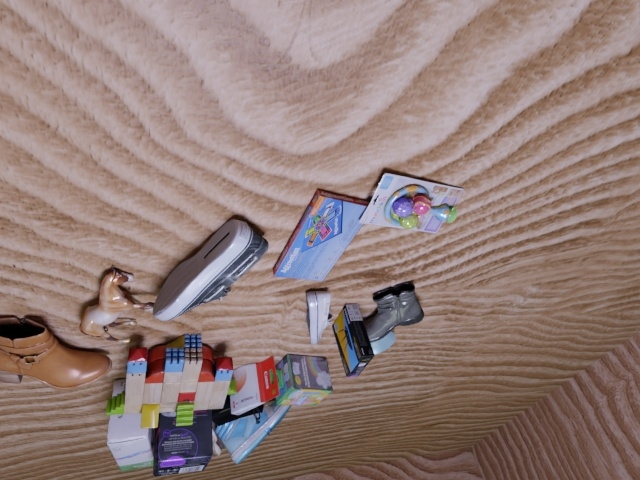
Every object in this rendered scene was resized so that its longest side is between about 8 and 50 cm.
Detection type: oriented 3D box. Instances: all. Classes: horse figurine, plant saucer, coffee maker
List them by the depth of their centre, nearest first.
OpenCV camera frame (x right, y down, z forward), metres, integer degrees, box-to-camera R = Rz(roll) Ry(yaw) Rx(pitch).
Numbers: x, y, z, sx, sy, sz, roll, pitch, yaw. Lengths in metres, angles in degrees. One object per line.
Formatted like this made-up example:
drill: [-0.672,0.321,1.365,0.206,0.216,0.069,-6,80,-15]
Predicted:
horse figurine: [-0.510,0.181,1.023,0.263,0.066,0.174,-36,141,20]
plant saucer: [0.162,0.347,1.438,0.195,0.037,0.195,-9,139,-8]
coffee maker: [-0.302,0.580,1.462,0.178,0.171,0.120,-21,100,4]

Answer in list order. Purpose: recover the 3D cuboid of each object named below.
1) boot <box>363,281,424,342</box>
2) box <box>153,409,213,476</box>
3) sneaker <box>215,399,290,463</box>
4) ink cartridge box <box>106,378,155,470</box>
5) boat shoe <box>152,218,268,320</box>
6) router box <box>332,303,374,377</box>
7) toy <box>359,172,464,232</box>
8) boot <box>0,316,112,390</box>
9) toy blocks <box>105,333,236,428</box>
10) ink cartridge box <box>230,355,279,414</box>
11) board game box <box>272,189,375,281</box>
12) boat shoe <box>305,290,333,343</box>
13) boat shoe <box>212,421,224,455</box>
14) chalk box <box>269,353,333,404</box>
boot: [0.192,0.217,1.286,0.247,0.083,0.161,-25,128,9]
box: [-0.450,0.596,1.352,0.165,0.270,0.143,7,135,-24]
sneaker: [-0.269,0.673,1.620,0.319,0.208,0.127,-38,158,-31]
ink cartridge box: [-0.612,0.608,1.369,0.117,0.201,0.278,-1,137,-17]
boat shoe: [-0.254,0.093,0.956,0.335,0.121,0.119,-38,130,22]
router box: [0.096,0.303,1.258,0.046,0.178,0.133,2,137,-22]
toy: [0.223,-0.069,0.953,0.237,0.056,0.136,4,128,-30]
boot: [-0.694,0.281,1.067,0.284,0.109,0.220,11,130,-17]
toy blocks: [-0.416,0.391,1.229,0.382,0.190,0.260,6,124,-22]
ink cartridge box: [-0.228,0.483,1.389,0.179,0.145,0.045,-33,138,19]
board game box: [0.000,0.000,1.002,0.145,0.027,0.281,8,134,-28]
boat shoe: [0.001,0.234,1.223,0.076,0.083,0.226,-8,138,-7]
boat shoe: [-0.439,0.778,1.698,0.117,0.096,0.324,22,139,20]
chalk box: [-0.087,0.491,1.453,0.213,0.132,0.132,14,131,-28]
